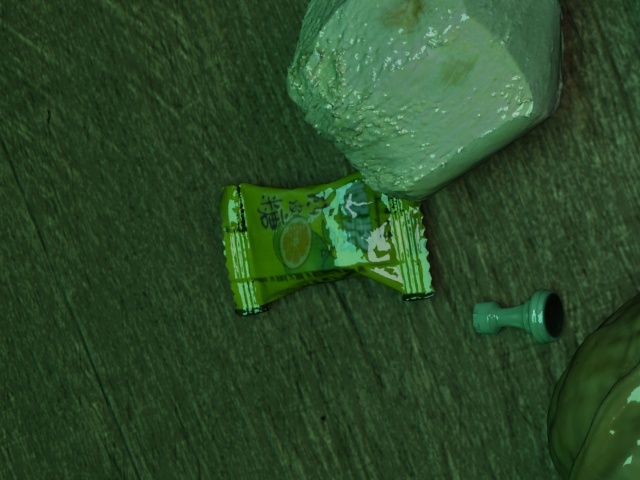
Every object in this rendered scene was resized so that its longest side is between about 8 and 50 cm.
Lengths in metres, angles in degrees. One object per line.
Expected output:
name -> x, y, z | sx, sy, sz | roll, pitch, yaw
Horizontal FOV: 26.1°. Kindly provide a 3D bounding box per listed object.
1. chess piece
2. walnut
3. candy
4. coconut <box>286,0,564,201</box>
chess piece -> 0.242, 0.095, 1.706 | 0.103, 0.067, 0.067 | -4, 94, 35
walnut -> 0.429, 0.201, 1.484 | 0.381, 0.381, 0.381 | 3, 97, 25
candy -> 0.000, 0.000, 1.796 | 0.297, 0.081, 0.187 | -9, 90, 26
coconut -> 0.136, -0.226, 1.599 | 0.309, 0.297, 0.297 | -40, 78, 26
